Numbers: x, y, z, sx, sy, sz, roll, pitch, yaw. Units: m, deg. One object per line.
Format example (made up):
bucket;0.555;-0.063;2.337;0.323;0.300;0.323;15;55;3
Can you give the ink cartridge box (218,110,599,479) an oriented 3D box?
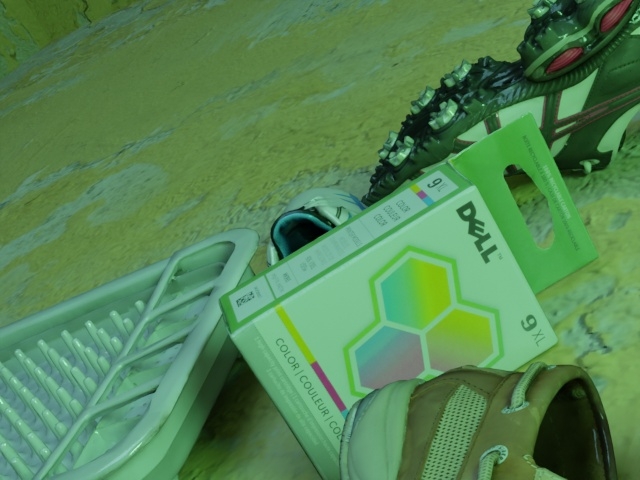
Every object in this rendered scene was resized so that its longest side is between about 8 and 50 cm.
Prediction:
ink cartridge box;0.060;0.031;0.683;0.209;0.109;0.062;-31;21;-2

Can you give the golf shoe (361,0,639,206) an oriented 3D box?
golf shoe;0.140;-0.078;0.842;0.273;0.120;0.105;-36;20;39

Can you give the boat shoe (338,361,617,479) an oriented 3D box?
boat shoe;0.069;0.134;0.427;0.116;0.123;0.324;-23;23;14

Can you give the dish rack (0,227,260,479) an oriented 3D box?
dish rack;-0.190;0.130;0.859;0.332;0.072;0.285;-21;24;25

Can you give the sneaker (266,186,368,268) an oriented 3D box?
sneaker;0.000;0.000;0.874;0.085;0.086;0.237;-31;19;6
